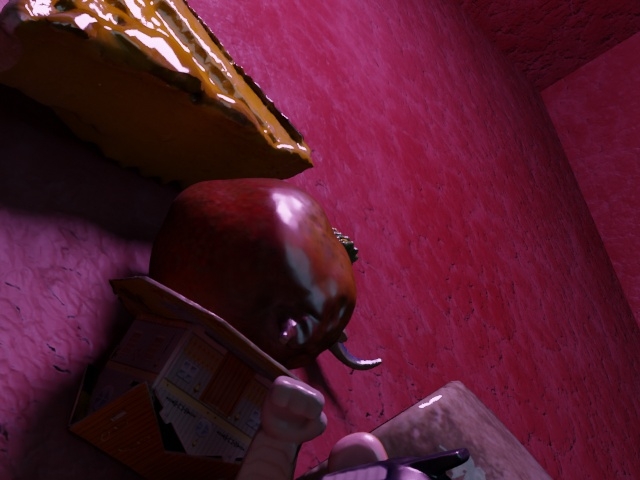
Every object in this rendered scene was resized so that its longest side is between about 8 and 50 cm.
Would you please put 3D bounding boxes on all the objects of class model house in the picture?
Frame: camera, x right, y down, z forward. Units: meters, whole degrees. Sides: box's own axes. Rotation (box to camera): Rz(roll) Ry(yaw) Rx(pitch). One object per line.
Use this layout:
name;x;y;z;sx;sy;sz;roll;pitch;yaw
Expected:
model house;-0.136;0.143;0.767;0.219;0.207;0.135;42;68;-31

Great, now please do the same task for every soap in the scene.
soap;-0.176;-0.130;0.939;0.338;0.169;0.304;49;28;-16

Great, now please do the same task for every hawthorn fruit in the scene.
hawthorn fruit;-0.064;0.048;0.882;0.208;0.208;0.248;40;8;-34

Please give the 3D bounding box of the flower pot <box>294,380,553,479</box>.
flower pot;0.141;0.336;0.889;0.330;0.294;0.294;58;25;14

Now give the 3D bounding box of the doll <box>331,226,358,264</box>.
doll;0.008;-0.004;1.224;0.078;0.077;0.113;13;50;-44

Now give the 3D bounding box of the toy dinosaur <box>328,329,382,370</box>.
toy dinosaur;-0.018;0.059;1.131;0.248;0.075;0.188;40;24;-22

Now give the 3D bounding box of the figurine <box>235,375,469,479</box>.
figurine;0.006;0.259;0.705;0.308;0.308;0.143;54;16;-10
